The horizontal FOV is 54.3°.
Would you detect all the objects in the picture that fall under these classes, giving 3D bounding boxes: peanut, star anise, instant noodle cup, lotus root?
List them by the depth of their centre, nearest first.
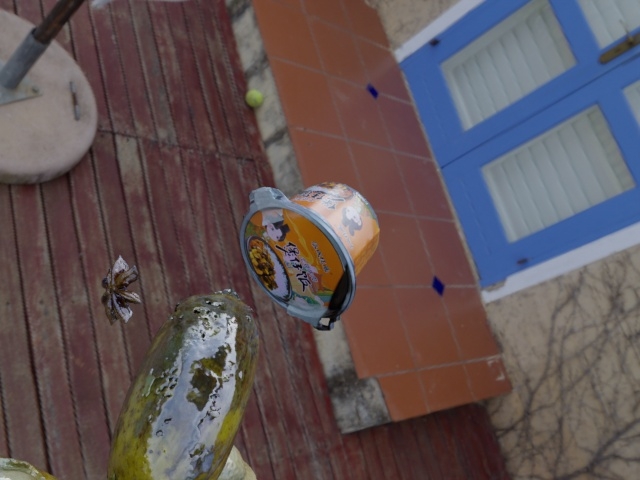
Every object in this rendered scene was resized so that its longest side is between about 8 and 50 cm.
[{"bbox_3d":[0.000,0.000,0.829,0.125,0.178,0.208,-42,132,-41],"label":"instant noodle cup"},{"bbox_3d":[-0.187,0.223,0.926,0.179,0.196,0.397,28,37,-13],"label":"lotus root"},{"bbox_3d":[-0.217,0.497,1.329,0.274,0.125,0.111,73,-3,-47],"label":"peanut"},{"bbox_3d":[-0.470,0.119,1.458,0.057,0.168,0.167,2,64,-41],"label":"star anise"}]

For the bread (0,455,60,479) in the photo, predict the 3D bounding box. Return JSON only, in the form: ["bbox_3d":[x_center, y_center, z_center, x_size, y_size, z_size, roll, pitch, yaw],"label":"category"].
[{"bbox_3d":[-0.454,0.340,0.731,0.314,0.370,0.191,45,27,-28],"label":"bread"}]
